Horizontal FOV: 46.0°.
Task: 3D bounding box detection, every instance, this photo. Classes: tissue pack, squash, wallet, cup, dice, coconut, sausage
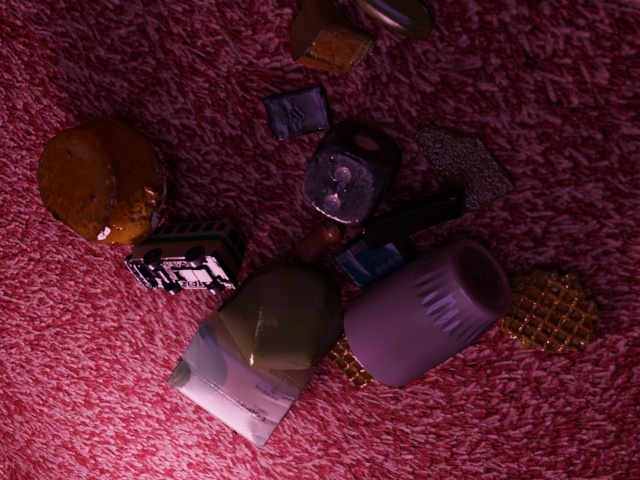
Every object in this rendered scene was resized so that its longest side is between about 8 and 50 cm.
[{"bbox_3d":[-0.232,0.390,2.206,0.356,0.194,0.266,35,121,3],"label":"tissue pack"},{"bbox_3d":[0.138,0.031,1.890,0.169,0.082,0.120,-35,101,36],"label":"tissue pack"},{"bbox_3d":[0.094,-0.537,1.575,0.341,0.094,0.094,40,127,-4],"label":"squash"},{"bbox_3d":[-0.055,-0.307,1.817,0.166,0.030,0.111,-6,111,26],"label":"wallet"},{"bbox_3d":[0.255,0.169,1.807,0.253,0.253,0.371,47,127,-6],"label":"cup"},{"bbox_3d":[0.215,-0.047,1.734,0.250,0.149,0.044,-20,69,3],"label":"wallet"},{"bbox_3d":[0.073,-0.157,1.748,0.181,0.182,0.183,29,126,9],"label":"dice"},{"bbox_3d":[-0.111,0.199,1.987,0.328,0.281,0.328,1,152,0],"label":"coconut"},{"bbox_3d":[0.001,0.000,1.875,0.078,0.078,0.304,41,155,-1],"label":"sausage"}]

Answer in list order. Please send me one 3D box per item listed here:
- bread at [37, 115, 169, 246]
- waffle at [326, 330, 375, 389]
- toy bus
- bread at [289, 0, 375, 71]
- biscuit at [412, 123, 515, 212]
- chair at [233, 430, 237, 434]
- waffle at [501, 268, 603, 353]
[{"bbox_3d":[-0.587,-0.148,2.025,0.358,0.204,0.337,29,119,22],"label":"bread"},{"bbox_3d":[0.123,0.298,2.071,0.160,0.055,0.211,41,128,-3],"label":"waffle"},{"bbox_3d":[-0.363,0.038,2.072,0.305,0.179,0.143,-4,138,27],"label":"toy bus"},{"bbox_3d":[0.015,-0.465,1.677,0.140,0.169,0.160,-46,53,37],"label":"bread"},{"bbox_3d":[0.325,-0.180,1.712,0.131,0.026,0.237,-33,100,34],"label":"biscuit"},{"bbox_3d":[-0.254,0.489,2.363,0.084,0.101,0.212,-56,50,36],"label":"chair"},{"bbox_3d":[0.540,0.173,1.798,0.243,0.059,0.238,-12,113,29],"label":"waffle"}]
